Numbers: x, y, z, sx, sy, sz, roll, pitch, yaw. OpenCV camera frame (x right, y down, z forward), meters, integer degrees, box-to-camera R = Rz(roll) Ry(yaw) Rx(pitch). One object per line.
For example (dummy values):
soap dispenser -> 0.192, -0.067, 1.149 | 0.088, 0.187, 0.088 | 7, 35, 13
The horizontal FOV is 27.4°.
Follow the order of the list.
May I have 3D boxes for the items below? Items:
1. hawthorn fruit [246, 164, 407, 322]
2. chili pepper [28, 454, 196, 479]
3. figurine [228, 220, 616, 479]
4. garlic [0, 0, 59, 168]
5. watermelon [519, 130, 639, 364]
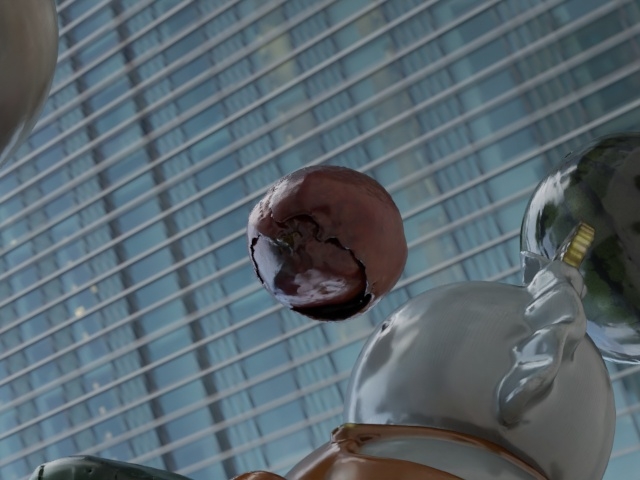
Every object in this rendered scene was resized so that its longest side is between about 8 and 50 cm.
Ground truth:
hawthorn fruit -> 0.000, 0.000, 1.177 | 0.148, 0.148, 0.172 | 71, -166, 11
chili pepper -> -0.185, 0.332, 1.195 | 0.257, 0.248, 0.233 | 26, -159, 1
figurine -> 0.051, 0.097, 0.458 | 0.271, 0.143, 0.143 | -43, -75, -35
garlic -> -0.292, -0.154, 0.751 | 0.340, 0.246, 0.231 | 57, -135, -26
watermelon -> 0.154, 0.013, 0.623 | 0.133, 0.105, 0.105 | 53, -147, -11
